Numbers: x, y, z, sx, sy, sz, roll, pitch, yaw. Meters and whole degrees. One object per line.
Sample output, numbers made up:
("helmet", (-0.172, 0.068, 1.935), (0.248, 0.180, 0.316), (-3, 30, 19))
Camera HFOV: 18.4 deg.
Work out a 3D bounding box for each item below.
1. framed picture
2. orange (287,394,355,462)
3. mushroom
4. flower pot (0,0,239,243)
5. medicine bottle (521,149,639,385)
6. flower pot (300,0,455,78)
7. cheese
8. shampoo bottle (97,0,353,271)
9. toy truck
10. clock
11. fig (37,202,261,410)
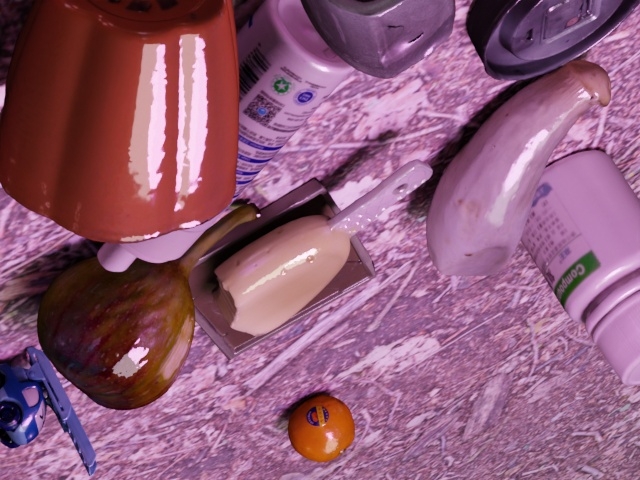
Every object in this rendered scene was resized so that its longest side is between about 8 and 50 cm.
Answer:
("framed picture", (-0.048, 0.036, 2.002), (0.189, 0.023, 0.260), (-31, 156, 2))
("orange", (0.002, 0.225, 2.363), (0.083, 0.083, 0.083), (-25, 156, -12))
("mushroom", (0.189, -0.072, 1.976), (0.118, 0.103, 0.270), (-7, 142, -41))
("flower pot", (-0.136, -0.122, 1.423), (0.190, 0.191, 0.173), (-16, 141, -30))
("medicine bottle", (0.316, 0.031, 2.152), (0.139, 0.237, 0.139), (-26, 158, -12))
("flower pot", (0.014, -0.225, 1.313), (0.103, 0.229, 0.108), (-23, 158, 1))
("cheese", (0.000, 0.000, 1.900), (0.255, 0.050, 0.127), (-38, 152, 19))
("shampoo bottle", (-0.093, -0.075, 1.649), (0.092, 0.092, 0.303), (-2, 143, -48))
("toy truck", (-0.269, 0.172, 1.872), (0.074, 0.136, 0.063), (-23, 157, -15))
("clock", (0.217, -0.218, 1.789), (0.184, 0.040, 0.184), (-26, 156, -13))
("fig", (-0.142, 0.043, 1.803), (0.245, 0.149, 0.149), (-44, 159, -14))
